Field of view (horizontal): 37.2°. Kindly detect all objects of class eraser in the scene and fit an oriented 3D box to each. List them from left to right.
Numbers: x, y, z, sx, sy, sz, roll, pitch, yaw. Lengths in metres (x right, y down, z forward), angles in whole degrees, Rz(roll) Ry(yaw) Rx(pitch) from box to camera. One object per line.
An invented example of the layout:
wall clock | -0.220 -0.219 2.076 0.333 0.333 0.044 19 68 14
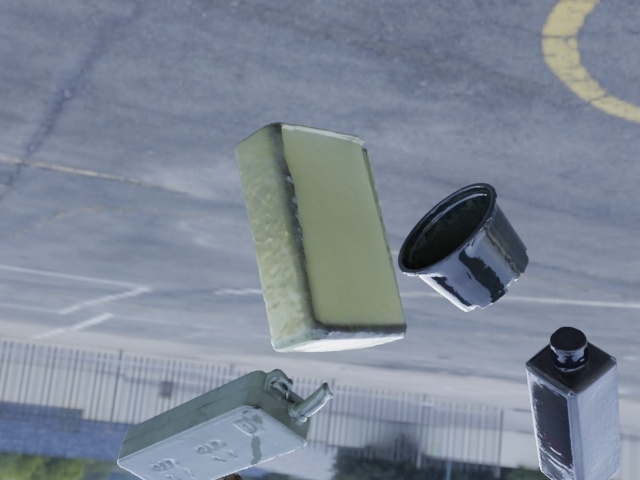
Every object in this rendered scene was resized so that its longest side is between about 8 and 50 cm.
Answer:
eraser | 0.000 0.000 0.746 0.058 0.172 0.117 -23 162 38

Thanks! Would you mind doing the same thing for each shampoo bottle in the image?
shampoo bottle | 0.302 0.200 1.130 0.080 0.079 0.246 34 150 44

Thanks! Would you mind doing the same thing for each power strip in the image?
power strip | -0.102 0.206 1.039 0.288 0.053 0.093 -29 124 36

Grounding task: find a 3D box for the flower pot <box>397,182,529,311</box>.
flower pot | 0.192 0.016 1.217 0.107 0.157 0.157 43 154 -19

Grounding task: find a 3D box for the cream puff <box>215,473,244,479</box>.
cream puff | -0.143 0.363 1.288 0.104 0.133 0.119 -12 -176 -18
